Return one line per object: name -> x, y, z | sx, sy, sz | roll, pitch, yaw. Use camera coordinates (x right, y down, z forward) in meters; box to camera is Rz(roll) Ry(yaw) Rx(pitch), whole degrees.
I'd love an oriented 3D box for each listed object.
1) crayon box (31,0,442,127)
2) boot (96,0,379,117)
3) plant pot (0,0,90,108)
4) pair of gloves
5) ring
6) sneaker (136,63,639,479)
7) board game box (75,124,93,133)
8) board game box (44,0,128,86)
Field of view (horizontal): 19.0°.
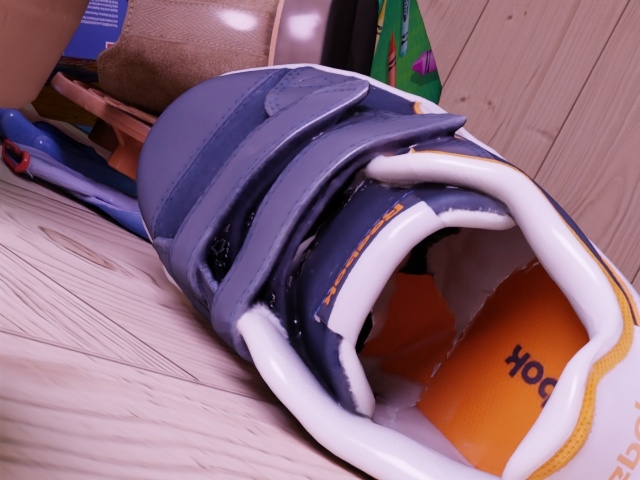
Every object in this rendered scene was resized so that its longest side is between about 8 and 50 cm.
crayon box -> -0.075, -0.130, 1.217 | 0.278, 0.081, 0.165 | 11, -24, 19
boot -> -0.034, -0.087, 0.981 | 0.115, 0.112, 0.305 | 8, -5, 8
plant pot -> -0.171, -0.059, 0.355 | 0.237, 0.110, 0.237 | 29, 4, -2
pair of gloves -> -0.104, -0.027, 1.022 | 0.159, 0.023, 0.198 | 26, 4, -21
ring -> 0.000, 0.000, 1.034 | 0.336, 0.032, 0.336 | 29, 3, -2
sneaker -> 0.018, 0.004, 0.700 | 0.321, 0.126, 0.127 | 33, 1, 41
board game box -> -0.114, -0.223, 1.433 | 0.308, 0.302, 0.086 | 30, 5, 40
board game box -> -0.197, -0.123, 1.078 | 0.194, 0.060, 0.194 | 3, -4, -39
